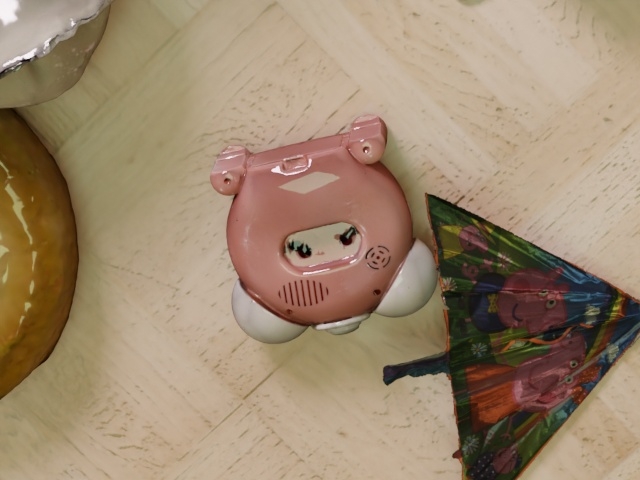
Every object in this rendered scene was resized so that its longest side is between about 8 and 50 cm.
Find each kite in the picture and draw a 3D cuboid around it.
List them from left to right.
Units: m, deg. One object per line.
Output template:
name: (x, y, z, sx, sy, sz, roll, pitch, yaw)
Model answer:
kite: (0.160, 0.088, 1.553, 0.234, 0.016, 0.321, -14, 120, -11)

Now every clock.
clock: (0.000, 0.000, 1.524, 0.166, 0.093, 0.162, -13, 107, 6)

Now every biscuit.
biscuit: (-0.336, 0.011, 1.544, 0.296, 0.102, 0.296, 1, 107, 4)

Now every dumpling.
dumpling: (-0.243, -0.156, 1.457, 0.247, 0.172, 0.142, -17, 119, 6)
